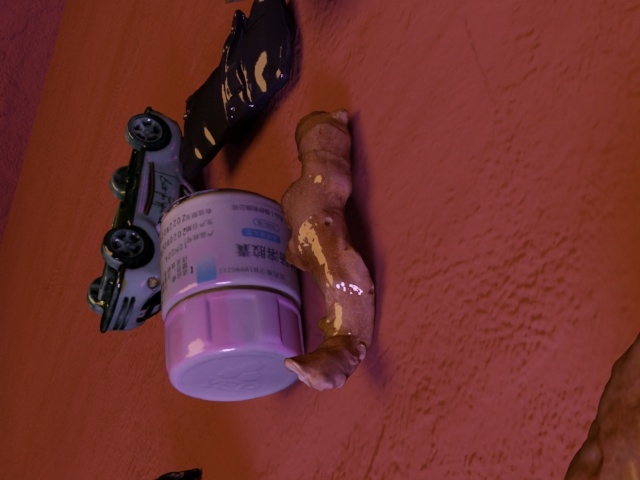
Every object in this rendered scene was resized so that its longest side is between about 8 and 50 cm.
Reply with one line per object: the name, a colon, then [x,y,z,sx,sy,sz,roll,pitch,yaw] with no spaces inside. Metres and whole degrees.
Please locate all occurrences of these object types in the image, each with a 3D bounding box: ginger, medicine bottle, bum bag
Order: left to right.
medicine bottle: [-0.085,0.053,0.916,0.135,0.135,0.169,131,141,-50]
bum bag: [-0.098,-0.169,1.103,0.248,0.060,0.123,-45,44,50]
ginger: [0.000,0.000,0.823,0.089,0.075,0.288,-25,52,34]

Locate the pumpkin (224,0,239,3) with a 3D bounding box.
pumpkin: [-0.008,-0.317,0.917,0.217,0.110,0.217,-166,90,-77]

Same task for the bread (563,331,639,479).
bread: [0.183,0.115,0.328,0.230,0.123,0.230,-170,90,-68]

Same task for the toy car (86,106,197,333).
toy car: [-0.210,-0.026,1.226,0.136,0.125,0.306,122,158,-51]

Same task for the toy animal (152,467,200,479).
toy animal: [-0.156,0.338,1.089,0.202,0.070,0.105,-127,37,-54]
